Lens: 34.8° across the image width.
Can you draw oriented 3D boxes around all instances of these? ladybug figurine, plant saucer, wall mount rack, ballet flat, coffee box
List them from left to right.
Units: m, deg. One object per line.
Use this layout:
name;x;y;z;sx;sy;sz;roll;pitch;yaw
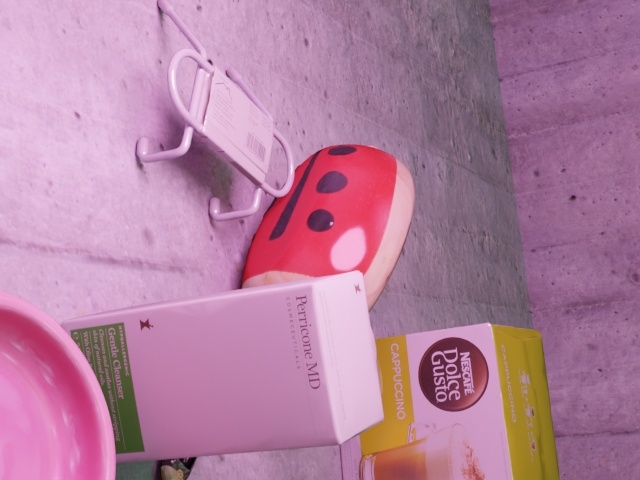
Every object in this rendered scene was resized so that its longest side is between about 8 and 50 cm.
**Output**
plant saucer;-0.356;0.219;1.071;0.332;0.084;0.332;41;38;-44
ballet flat;-0.185;0.287;1.463;0.057;0.049;0.173;63;30;-28
wall mount rack;-0.169;-0.213;1.612;0.350;0.130;0.304;42;48;-51
ladybug figurine;0.000;0.000;1.686;0.162;0.305;0.449;41;51;-25
coffee box;0.255;0.354;2.005;0.338;0.334;0.338;16;66;-62

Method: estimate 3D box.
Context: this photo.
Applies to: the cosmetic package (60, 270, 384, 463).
cosmetic package;-0.123;0.161;1.277;0.155;0.365;0.197;-7;86;-64
